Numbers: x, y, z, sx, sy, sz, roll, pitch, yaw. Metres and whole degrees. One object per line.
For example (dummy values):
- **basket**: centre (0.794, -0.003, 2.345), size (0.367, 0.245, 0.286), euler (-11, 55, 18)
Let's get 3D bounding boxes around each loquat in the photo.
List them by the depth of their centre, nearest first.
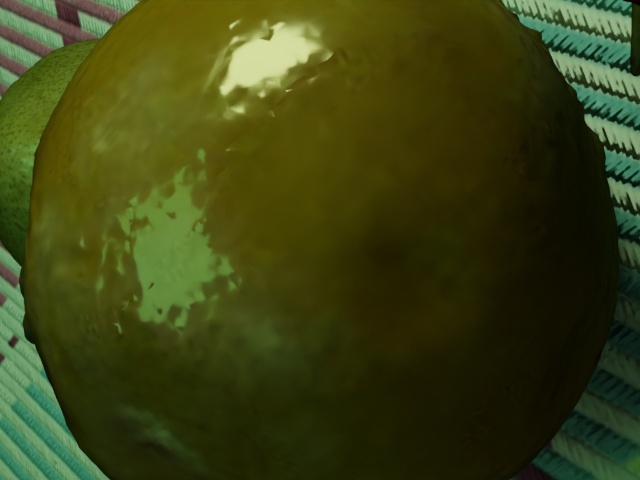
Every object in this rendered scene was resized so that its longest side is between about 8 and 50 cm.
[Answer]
- **loquat**: centre (0.000, 0.000, 0.860), size (0.328, 0.328, 0.328), euler (-5, 85, 58)

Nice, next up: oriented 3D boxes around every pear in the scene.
- **pear**: centre (-0.144, -0.046, 1.177), size (0.211, 0.228, 0.188), euler (-7, 73, 50)

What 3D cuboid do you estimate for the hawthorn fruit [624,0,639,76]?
- **hawthorn fruit**: centre (0.174, -0.204, 0.678), size (0.330, 0.287, 0.287), euler (102, 149, -41)
